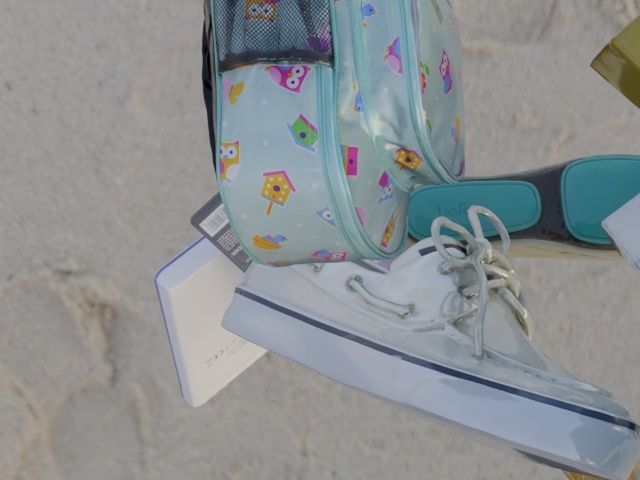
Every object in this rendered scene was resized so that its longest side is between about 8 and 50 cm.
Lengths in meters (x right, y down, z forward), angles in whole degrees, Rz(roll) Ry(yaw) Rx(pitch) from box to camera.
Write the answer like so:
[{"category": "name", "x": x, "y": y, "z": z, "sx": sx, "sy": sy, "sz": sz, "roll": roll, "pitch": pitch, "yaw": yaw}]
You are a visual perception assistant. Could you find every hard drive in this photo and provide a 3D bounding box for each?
[{"category": "hard drive", "x": -0.124, "y": 0.085, "z": 2.005, "sx": 0.210, "sy": 0.318, "sz": 0.040, "roll": -39, "pitch": 62, "yaw": -22}]

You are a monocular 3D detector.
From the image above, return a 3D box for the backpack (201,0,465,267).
[{"category": "backpack", "x": 0.009, "y": -0.077, "z": 0.820, "sx": 0.144, "sy": 0.166, "sz": 0.188, "roll": 3, "pitch": 80, "yaw": 16}]

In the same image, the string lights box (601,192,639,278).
[{"category": "string lights box", "x": 0.338, "y": -0.035, "z": 0.978, "sx": 0.260, "sy": 0.077, "sz": 0.133, "roll": -38, "pitch": 69, "yaw": 7}]

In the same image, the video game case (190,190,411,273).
[{"category": "video game case", "x": 0.000, "y": 0.000, "z": 1.820, "sx": 0.196, "sy": 0.274, "sz": 0.026, "roll": -42, "pitch": 23, "yaw": 11}]

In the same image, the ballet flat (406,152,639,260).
[{"category": "ballet flat", "x": 0.183, "y": -0.019, "z": 1.118, "sx": 0.248, "sy": 0.086, "sz": 0.086, "roll": 0, "pitch": 68, "yaw": 13}]

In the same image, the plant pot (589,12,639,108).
[{"category": "plant pot", "x": 0.239, "y": -0.118, "z": 0.937, "sx": 0.081, "sy": 0.081, "sz": 0.083, "roll": -41, "pitch": 87, "yaw": -3}]

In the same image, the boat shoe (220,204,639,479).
[{"category": "boat shoe", "x": 0.085, "y": 0.046, "z": 1.006, "sx": 0.367, "sy": 0.136, "sz": 0.156, "roll": 18, "pitch": 84, "yaw": 50}]

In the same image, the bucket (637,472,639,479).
[{"category": "bucket", "x": 0.307, "y": 0.133, "z": 0.710, "sx": 0.183, "sy": 0.281, "sz": 0.281, "roll": -41, "pitch": 68, "yaw": -18}]

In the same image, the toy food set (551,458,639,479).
[{"category": "toy food set", "x": 0.230, "y": 0.240, "z": 1.239, "sx": 0.111, "sy": 0.232, "sz": 0.104, "roll": -25, "pitch": 66, "yaw": -30}]
